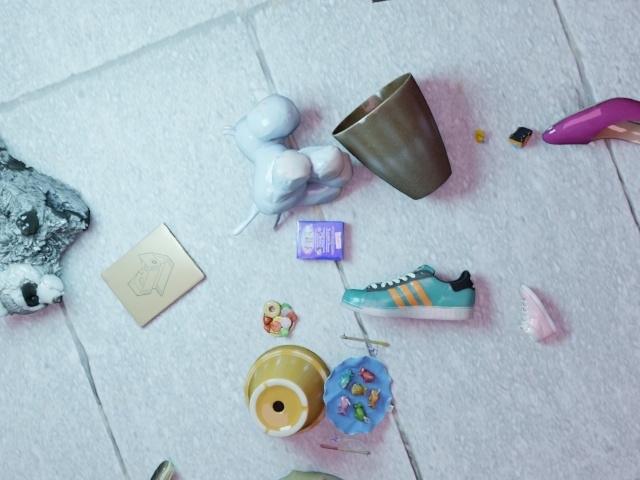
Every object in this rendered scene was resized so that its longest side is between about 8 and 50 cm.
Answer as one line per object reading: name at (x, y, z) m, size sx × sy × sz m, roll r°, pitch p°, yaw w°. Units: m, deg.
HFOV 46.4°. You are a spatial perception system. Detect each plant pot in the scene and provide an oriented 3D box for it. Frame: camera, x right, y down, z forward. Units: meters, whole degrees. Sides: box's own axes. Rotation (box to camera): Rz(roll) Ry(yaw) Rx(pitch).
plant pot at (-0.079, 0.351, 1.675) m, size 0.205 × 0.188 × 0.205 m, roll 0°, pitch 92°, yaw 5°
plant pot at (0.179, -0.209, 1.638) m, size 0.215 × 0.215 × 0.230 m, roll -38°, pitch 103°, yaw 5°

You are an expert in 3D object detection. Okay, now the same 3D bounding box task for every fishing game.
fishing game at (0.092, 0.352, 1.691) m, size 0.189 × 0.041 × 0.264 m, roll 19°, pitch 79°, yaw -29°

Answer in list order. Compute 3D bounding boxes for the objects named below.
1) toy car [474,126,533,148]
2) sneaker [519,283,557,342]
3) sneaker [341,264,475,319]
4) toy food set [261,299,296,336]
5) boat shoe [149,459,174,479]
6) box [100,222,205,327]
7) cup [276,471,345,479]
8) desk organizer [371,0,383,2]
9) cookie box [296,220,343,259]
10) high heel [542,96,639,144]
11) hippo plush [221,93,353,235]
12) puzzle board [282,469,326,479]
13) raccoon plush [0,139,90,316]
toy car at (0.415, -0.235, 1.696) m, size 0.122 × 0.060 × 0.040 m, roll 13°, pitch 138°, yaw 20°
sneaker at (0.472, 0.169, 1.689) m, size 0.070 × 0.051 × 0.134 m, roll -32°, pitch 93°, yaw 0°
sneaker at (0.198, 0.112, 1.689) m, size 0.302 × 0.108 × 0.121 m, roll 2°, pitch 92°, yaw -3°
toy food set at (-0.099, 0.185, 1.755) m, size 0.083 × 0.020 × 0.083 m, roll 14°, pitch 93°, yaw 4°
boat shoe at (-0.384, 0.609, 1.780) m, size 0.072 × 0.068 × 0.190 m, roll 28°, pitch 106°, yaw -10°
box at (-0.400, 0.082, 1.777) m, size 0.201 × 0.021 × 0.164 m, roll -38°, pitch 89°, yaw 6°
cup at (-0.029, 0.715, 1.663) m, size 0.331 × 0.237 × 0.331 m, roll 0°, pitch 92°, yaw 5°
desk organizer at (0.177, -0.575, 1.686) m, size 0.130 × 0.050 × 0.047 m, roll -8°, pitch 91°, yaw 5°
cookie box at (0.000, 0.000, 1.729) m, size 0.107 × 0.040 × 0.091 m, roll 1°, pitch 92°, yaw 5°
high heel at (0.679, -0.219, 1.613) m, size 0.377 × 0.127 × 0.181 m, roll -15°, pitch 80°, yaw 2°
hippo plush at (-0.079, -0.192, 1.676) m, size 0.294 × 0.234 × 0.236 m, roll -42°, pitch 65°, yaw 46°
puzzle board at (-0.060, 0.563, 1.685) m, size 0.096 × 0.128 × 0.011 m, roll -4°, pitch 108°, yaw 36°
raccoon plush at (-0.729, -0.029, 1.761) m, size 0.446 × 0.216 × 0.299 m, roll 46°, pitch 111°, yaw 31°
